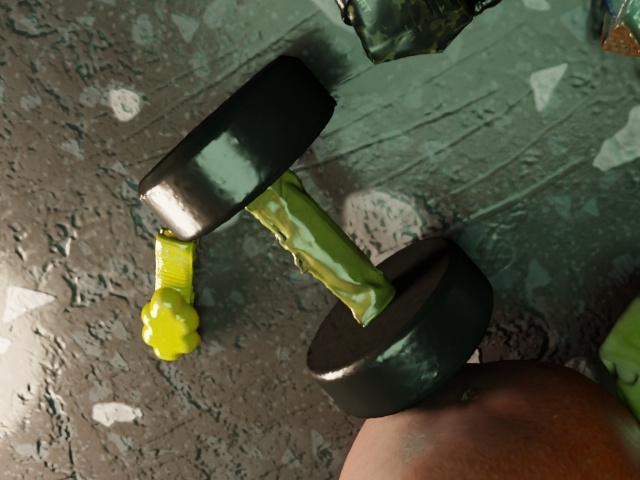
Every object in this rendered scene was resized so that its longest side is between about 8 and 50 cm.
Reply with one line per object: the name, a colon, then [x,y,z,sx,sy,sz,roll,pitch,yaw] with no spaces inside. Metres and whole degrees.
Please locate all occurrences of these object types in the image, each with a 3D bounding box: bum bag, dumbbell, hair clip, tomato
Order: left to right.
hair clip: [-0.168,0.068,0.901,0.072,0.046,0.173,15,115,5]
dumbbell: [0.000,0.000,0.767,0.204,0.203,0.322,-37,104,19]
bum bag: [0.037,-0.269,0.721,0.102,0.069,0.248,-44,103,-18]
tomato: [0.163,0.255,0.783,0.341,0.341,0.272,-23,114,15]

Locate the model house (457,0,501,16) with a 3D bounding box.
model house: [0.146,-0.290,0.677,0.165,0.106,0.152,-35,106,14]

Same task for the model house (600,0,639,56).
model house: [0.321,-0.195,0.700,0.148,0.119,0.148,10,121,3]

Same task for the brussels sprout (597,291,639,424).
brussels sprout: [0.420,0.136,0.778,0.271,0.210,0.219,23,109,14]
